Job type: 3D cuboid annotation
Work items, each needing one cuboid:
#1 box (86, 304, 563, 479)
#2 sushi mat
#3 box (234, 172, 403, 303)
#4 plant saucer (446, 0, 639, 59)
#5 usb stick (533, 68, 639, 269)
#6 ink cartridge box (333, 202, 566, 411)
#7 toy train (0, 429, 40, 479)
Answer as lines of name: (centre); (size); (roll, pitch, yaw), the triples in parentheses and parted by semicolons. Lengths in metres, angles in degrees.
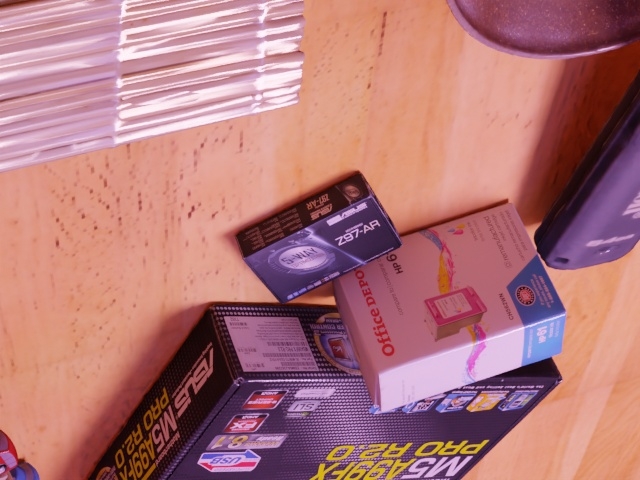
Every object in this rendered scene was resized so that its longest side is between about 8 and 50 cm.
box: (0.001, 0.132, 1.026); (0.270, 0.060, 0.216); (4, 139, -35)
sushi mat: (-0.150, -0.087, 0.579); (0.316, 0.019, 0.151); (-15, 124, -22)
box: (0.000, 0.000, 0.869); (0.083, 0.018, 0.067); (-26, 148, 6)
plant saucer: (0.143, -0.167, 0.695); (0.199, 0.036, 0.198); (-16, 148, -10)
usb stick: (0.191, -0.059, 0.833); (0.077, 0.045, 0.278); (-19, 158, -20)
ink cartridge box: (0.077, 0.041, 0.909); (0.122, 0.088, 0.052); (-18, 148, -6)
toy train: (-0.210, 0.135, 0.935); (0.036, 0.027, 0.158); (-29, 148, -9)
